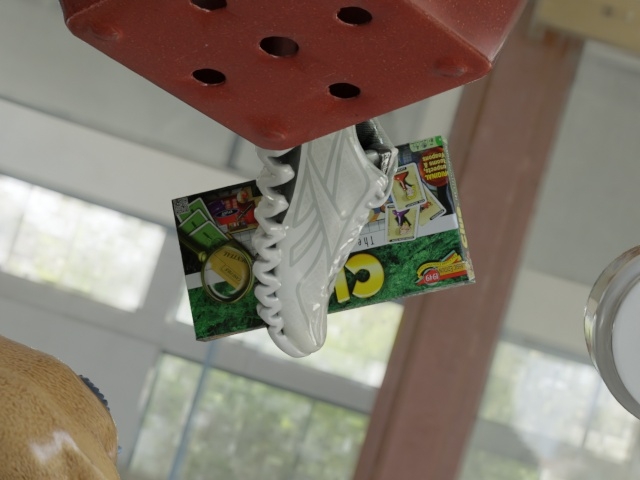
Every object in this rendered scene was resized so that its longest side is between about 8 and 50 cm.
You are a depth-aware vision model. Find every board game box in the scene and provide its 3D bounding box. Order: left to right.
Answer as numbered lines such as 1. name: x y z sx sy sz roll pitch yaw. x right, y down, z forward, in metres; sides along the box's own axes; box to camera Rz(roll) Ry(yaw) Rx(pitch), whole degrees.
1. board game box: 0.000 0.000 1.596 0.260 0.136 0.030 -13 -7 14

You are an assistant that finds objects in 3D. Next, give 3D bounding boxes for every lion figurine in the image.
1. lion figurine: -0.215 0.083 0.960 0.392 0.142 0.240 21 -42 11

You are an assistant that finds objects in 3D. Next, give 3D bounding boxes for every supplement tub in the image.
1. supplement tub: 0.280 0.071 1.368 0.144 0.144 0.200 16 3 5

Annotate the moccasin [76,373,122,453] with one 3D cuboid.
1. moccasin: -0.305 0.222 1.893 0.117 0.138 0.342 -23 -11 -41

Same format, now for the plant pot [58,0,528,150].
1. plant pot: -0.014 -0.210 1.038 0.267 0.236 0.267 -18 -35 39

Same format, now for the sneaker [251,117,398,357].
1. sneaker: 0.004 -0.032 1.482 0.118 0.292 0.110 4 24 5
